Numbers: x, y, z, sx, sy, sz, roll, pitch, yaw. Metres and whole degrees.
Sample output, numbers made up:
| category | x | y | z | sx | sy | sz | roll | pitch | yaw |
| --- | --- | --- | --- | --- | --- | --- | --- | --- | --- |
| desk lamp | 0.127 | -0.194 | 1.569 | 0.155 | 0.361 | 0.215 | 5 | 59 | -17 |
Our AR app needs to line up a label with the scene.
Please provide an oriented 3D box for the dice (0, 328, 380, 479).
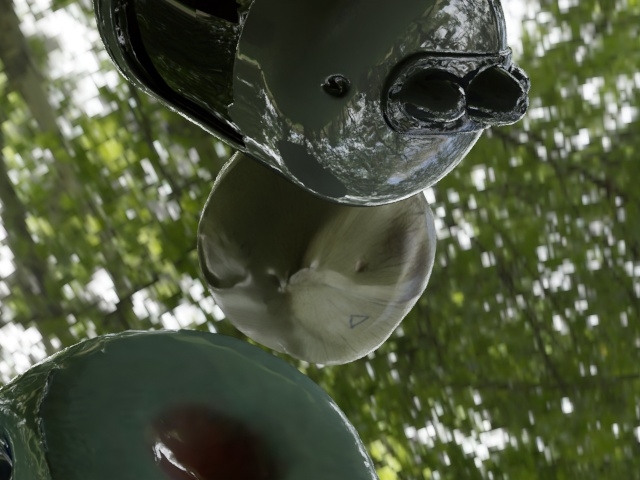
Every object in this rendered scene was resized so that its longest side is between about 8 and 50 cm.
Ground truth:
| category | x | y | z | sx | sy | sz | roll | pitch | yaw |
| --- | --- | --- | --- | --- | --- | --- | --- | --- | --- |
| dice | -0.119 | 0.244 | 1.318 | 0.268 | 0.263 | 0.265 | 0 | -136 | -32 |

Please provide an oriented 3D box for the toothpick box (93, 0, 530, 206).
| category | x | y | z | sx | sy | sz | roll | pitch | yaw |
| --- | --- | --- | --- | --- | --- | --- | --- | --- | --- |
| toothpick box | 0.007 | -0.148 | 1.268 | 0.229 | 0.229 | 0.316 | -42 | -137 | -13 |

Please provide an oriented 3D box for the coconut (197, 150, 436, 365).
| category | x | y | z | sx | sy | sz | roll | pitch | yaw |
| --- | --- | --- | --- | --- | --- | --- | --- | --- | --- |
| coconut | 0.000 | 0.000 | 1.485 | 0.224 | 0.224 | 0.224 | -6 | -122 | 10 |
